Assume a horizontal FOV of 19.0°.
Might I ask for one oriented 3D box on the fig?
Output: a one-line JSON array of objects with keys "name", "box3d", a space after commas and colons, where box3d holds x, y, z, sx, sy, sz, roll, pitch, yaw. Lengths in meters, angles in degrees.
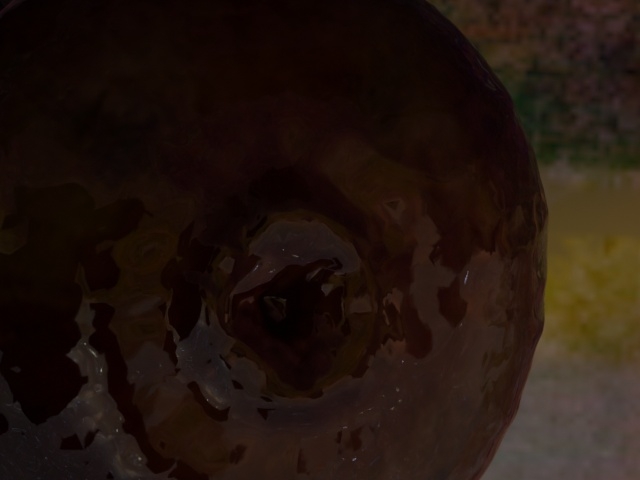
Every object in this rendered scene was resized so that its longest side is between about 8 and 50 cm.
[{"name": "fig", "box3d": [-0.035, 0.006, 0.552, 0.205, 0.205, 0.205, 4, -179, 0]}]
